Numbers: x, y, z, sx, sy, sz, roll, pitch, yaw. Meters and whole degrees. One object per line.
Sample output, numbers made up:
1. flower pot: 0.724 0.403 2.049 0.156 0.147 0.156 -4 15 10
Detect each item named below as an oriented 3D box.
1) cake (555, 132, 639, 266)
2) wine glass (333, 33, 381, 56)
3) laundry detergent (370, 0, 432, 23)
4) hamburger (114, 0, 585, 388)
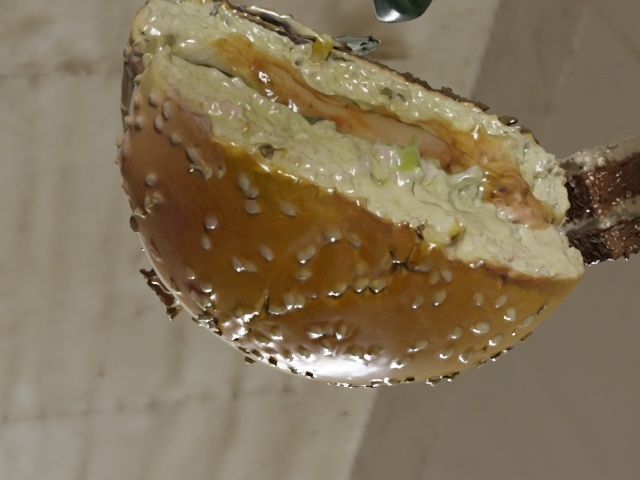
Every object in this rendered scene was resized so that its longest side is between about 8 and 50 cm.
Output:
1. cake: 0.370 -0.053 2.132 0.134 0.135 0.147 -12 -85 65
2. wine glass: 0.042 -0.143 2.220 0.126 0.126 0.241 -144 -141 -67
3. laundry detergent: 0.068 -0.360 1.846 0.144 0.078 0.222 -73 150 -46
4. hamburger: 0.000 0.000 1.479 0.287 0.445 0.268 -59 -157 31
